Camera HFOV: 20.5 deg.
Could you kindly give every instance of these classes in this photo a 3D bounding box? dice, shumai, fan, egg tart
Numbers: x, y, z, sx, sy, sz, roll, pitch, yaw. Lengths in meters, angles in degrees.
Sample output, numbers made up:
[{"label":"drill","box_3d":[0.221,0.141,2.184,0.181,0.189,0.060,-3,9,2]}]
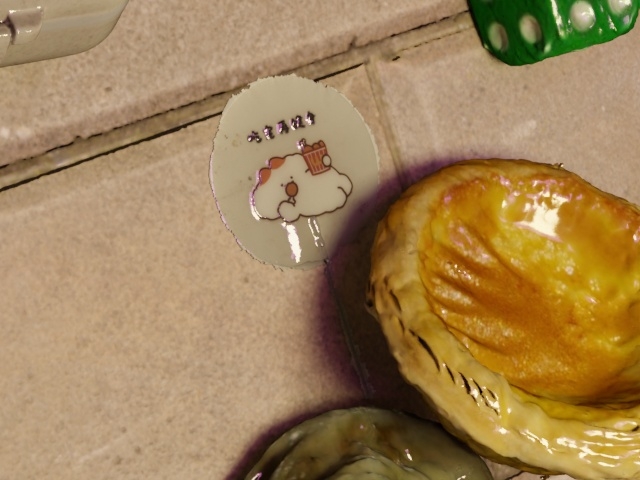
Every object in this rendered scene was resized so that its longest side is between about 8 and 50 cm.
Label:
[{"label":"dice","box_3d":[0.235,-0.246,1.770,0.131,0.128,0.120,-24,101,-32]},{"label":"shumai","box_3d":[0.087,0.343,1.535,0.324,0.323,0.397,32,72,-25]},{"label":"fan","box_3d":[0.000,0.000,1.679,0.191,0.009,0.329,-21,98,-32]},{"label":"egg tart","box_3d":[0.212,0.091,1.667,0.388,0.169,0.388,14,42,-13]}]

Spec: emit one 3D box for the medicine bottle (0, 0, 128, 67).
[{"label":"medicine bottle","box_3d":[-0.341,-0.240,1.363,0.375,0.123,0.282,-12,60,-35]}]
